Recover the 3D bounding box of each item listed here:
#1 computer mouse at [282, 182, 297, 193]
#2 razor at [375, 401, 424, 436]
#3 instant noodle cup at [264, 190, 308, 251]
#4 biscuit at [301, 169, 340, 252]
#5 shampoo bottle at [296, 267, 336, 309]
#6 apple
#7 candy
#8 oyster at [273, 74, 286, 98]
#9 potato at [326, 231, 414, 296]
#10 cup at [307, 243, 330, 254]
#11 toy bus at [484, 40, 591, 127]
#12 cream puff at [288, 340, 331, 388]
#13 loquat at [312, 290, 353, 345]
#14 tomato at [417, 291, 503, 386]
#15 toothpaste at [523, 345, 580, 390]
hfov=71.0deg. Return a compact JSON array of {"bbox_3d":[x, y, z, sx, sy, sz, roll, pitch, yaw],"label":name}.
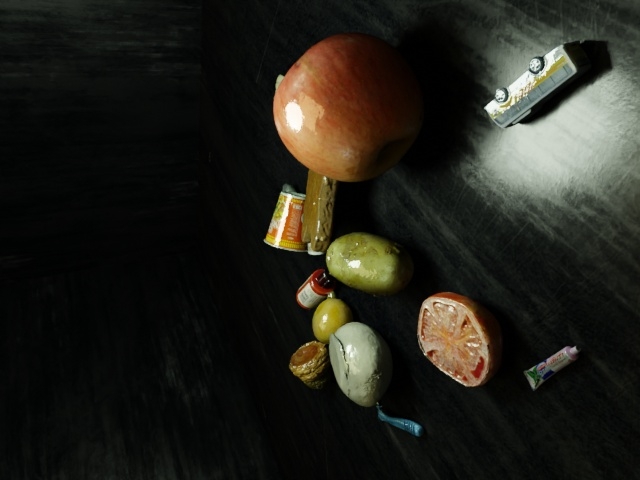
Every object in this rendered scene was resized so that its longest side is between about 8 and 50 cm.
[{"bbox_3d":[-0.128,-0.141,1.918,0.113,0.068,0.229,-99,11,-50],"label":"computer mouse"},{"bbox_3d":[0.247,0.590,1.468,0.253,0.042,0.082,-9,90,63],"label":"razor"},{"bbox_3d":[-0.111,-0.081,1.782,0.193,0.193,0.212,28,108,58],"label":"instant noodle cup"},{"bbox_3d":[0.008,-0.157,1.515,0.394,0.076,0.368,-147,65,-79],"label":"biscuit"},{"bbox_3d":[-0.006,0.180,1.750,0.278,0.104,0.104,-51,54,57],"label":"shampoo bottle"},{"bbox_3d":[0.077,-0.320,1.139,0.364,0.364,0.363,32,127,56],"label":"apple"},{"bbox_3d":[0.137,0.399,1.462,0.295,0.185,0.295,164,90,-80],"label":"candy"},{"bbox_3d":[-0.134,-0.508,1.761,0.354,0.107,0.201,59,150,36],"label":"oyster"},{"bbox_3d":[0.142,0.065,1.312,0.307,0.210,0.173,15,88,58],"label":"potato"},{"bbox_3d":[-0.008,0.001,1.722,0.102,0.074,0.099,23,119,59],"label":"cup"},{"bbox_3d":[0.398,-0.285,0.835,0.075,0.064,0.190,61,150,9],"label":"toy bus"},{"bbox_3d":[-0.022,0.539,1.884,0.169,0.183,0.183,59,159,-18],"label":"cream puff"},{"bbox_3d":[0.045,0.287,1.638,0.172,0.149,0.204,100,173,-69],"label":"loquat"},{"bbox_3d":[0.344,0.231,1.089,0.237,0.095,0.236,30,126,52],"label":"tomato"},{"bbox_3d":[0.472,0.256,0.918,0.170,0.028,0.045,108,148,-50],"label":"toothpaste"}]
